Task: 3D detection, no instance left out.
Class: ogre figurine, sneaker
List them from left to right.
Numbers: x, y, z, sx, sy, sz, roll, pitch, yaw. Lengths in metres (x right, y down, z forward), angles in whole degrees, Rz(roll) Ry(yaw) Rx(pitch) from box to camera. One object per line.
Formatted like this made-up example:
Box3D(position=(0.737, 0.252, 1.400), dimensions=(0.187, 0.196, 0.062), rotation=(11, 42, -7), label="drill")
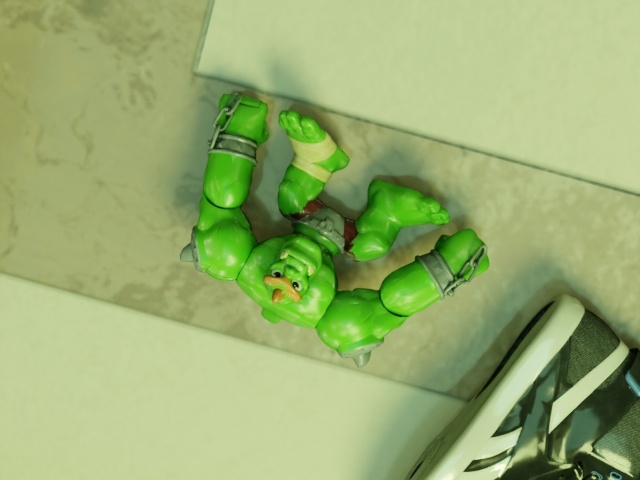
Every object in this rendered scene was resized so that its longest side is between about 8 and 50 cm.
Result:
Box3D(position=(0.000, 0.000, 0.972), dimensions=(0.197, 0.097, 0.118), rotation=(34, 81, -17), label="ogre figurine")
Box3D(position=(0.139, 0.154, 0.987), dimensions=(0.121, 0.079, 0.217), rotation=(38, 98, -1), label="sneaker")
